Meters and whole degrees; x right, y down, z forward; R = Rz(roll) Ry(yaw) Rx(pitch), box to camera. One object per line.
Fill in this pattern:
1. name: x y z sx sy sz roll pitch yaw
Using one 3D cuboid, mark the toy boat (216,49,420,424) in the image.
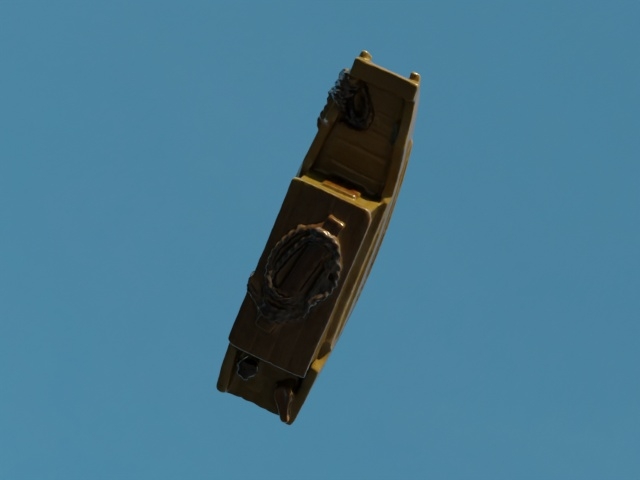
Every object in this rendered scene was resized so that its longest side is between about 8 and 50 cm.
1. toy boat: 0.000 0.000 0.974 0.057 0.077 0.200 24 -79 7
